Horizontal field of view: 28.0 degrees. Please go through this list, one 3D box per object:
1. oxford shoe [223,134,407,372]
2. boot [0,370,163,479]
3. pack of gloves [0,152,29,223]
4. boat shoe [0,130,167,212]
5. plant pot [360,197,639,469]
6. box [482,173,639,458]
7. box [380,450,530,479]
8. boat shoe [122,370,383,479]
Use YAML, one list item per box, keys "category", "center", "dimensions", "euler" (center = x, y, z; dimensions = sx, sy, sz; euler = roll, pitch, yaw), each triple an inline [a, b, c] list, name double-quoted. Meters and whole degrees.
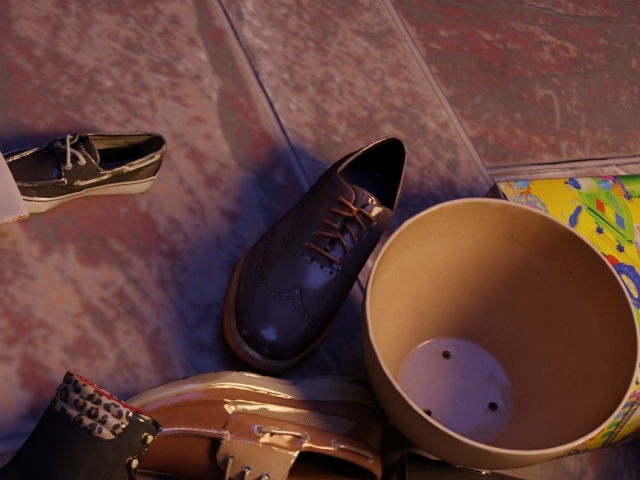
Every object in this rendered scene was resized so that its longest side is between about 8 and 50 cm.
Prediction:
- category: "oxford shoe"
  center: [0.000, 0.000, 1.462]
  dimensions: [0.130, 0.132, 0.363]
  euler: [33, 45, -3]
- category: "boot"
  center: [-0.181, 0.244, 1.130]
  dimensions: [0.236, 0.085, 0.178]
  euler: [33, 82, 2]
- category: "pack of gloves"
  center: [-0.429, -0.108, 1.329]
  dimensions: [0.195, 0.046, 0.232]
  euler: [-14, 62, -21]
- category: "boat shoe"
  center: [-0.273, -0.088, 1.417]
  dimensions: [0.219, 0.070, 0.077]
  euler: [-13, 61, -37]
- category: "plant pot"
  center: [0.165, 0.124, 1.353]
  dimensions: [0.284, 0.191, 0.284]
  euler: [6, 59, -10]
- category: "box"
  center: [0.333, 0.086, 1.559]
  dimensions: [0.279, 0.177, 0.290]
  euler: [-4, 57, -34]
- category: "box"
  center: [0.205, 0.385, 1.311]
  dimensions: [0.293, 0.073, 0.295]
  euler: [15, 49, -19]
- category: "boat shoe"
  center: [-0.071, 0.203, 1.265]
  dimensions: [0.324, 0.123, 0.116]
  euler: [0, 57, -29]
